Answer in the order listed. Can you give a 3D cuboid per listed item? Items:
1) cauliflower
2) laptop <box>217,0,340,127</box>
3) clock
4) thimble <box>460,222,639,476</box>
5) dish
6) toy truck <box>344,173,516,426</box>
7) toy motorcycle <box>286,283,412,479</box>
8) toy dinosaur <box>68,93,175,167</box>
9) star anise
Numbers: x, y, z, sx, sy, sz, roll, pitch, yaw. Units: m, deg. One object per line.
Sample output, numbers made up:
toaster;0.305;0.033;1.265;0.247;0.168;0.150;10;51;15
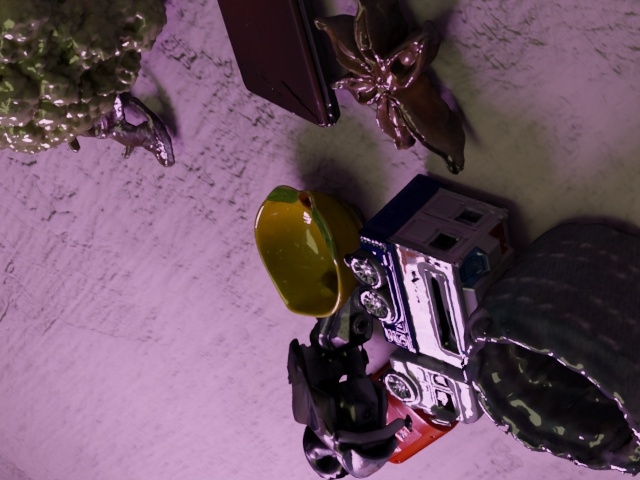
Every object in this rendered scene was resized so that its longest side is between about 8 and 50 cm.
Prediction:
cauliflower;-0.342;-0.236;1.851;0.281;0.327;0.260;61;177;-10
laptop;-0.054;-0.226;1.736;0.154;0.026;0.207;29;146;44
clock;0.094;0.217;2.059;0.113;0.061;0.155;47;147;3
thimble;0.265;0.110;1.620;0.236;0.172;0.205;29;149;22
dish;0.000;0.000;1.891;0.149;0.080;0.207;44;146;23
toy truck;0.140;0.076;1.772;0.155;0.124;0.268;20;141;37
toy motorcycle;0.032;0.170;1.972;0.159;0.106;0.270;27;119;54
toy dinosaur;-0.300;-0.185;2.051;0.294;0.077;0.162;34;145;-9
star anise;0.069;-0.171;1.635;0.172;0.063;0.208;28;152;38
